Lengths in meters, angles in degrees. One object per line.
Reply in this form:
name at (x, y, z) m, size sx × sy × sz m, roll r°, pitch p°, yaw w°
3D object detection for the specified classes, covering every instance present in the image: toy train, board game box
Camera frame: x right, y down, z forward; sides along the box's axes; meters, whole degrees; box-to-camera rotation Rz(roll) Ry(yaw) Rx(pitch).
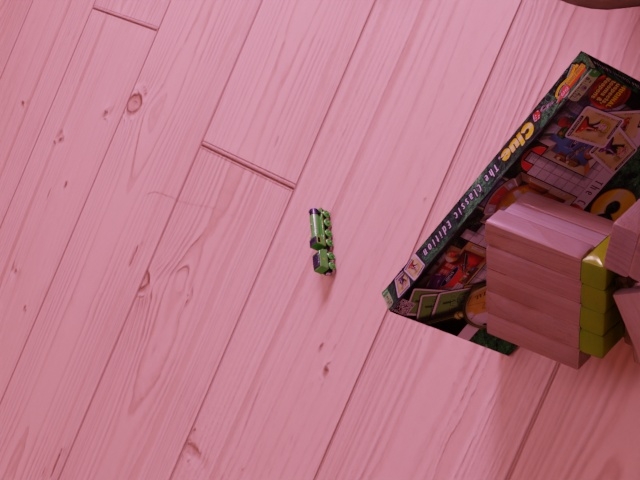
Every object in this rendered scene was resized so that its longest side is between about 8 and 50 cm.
toy train at (0.000, 0.000, 1.634) m, size 0.017 × 0.024 × 0.083 m, roll -41°, pitch 42°, yaw 37°
board game box at (0.177, -0.022, 1.278) m, size 0.259 × 0.136 × 0.030 m, roll -52°, pitch 38°, yaw 25°

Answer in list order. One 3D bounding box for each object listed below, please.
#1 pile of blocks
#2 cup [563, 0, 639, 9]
pile of blocks at (0.282, 0.017, 1.153) m, size 0.362 × 0.149 × 0.112 m, roll -5°, pitch 24°, yaw 46°
cup at (0.241, -0.312, 1.232) m, size 0.237 × 0.331 × 0.331 m, roll 117°, pitch 158°, yaw -59°
